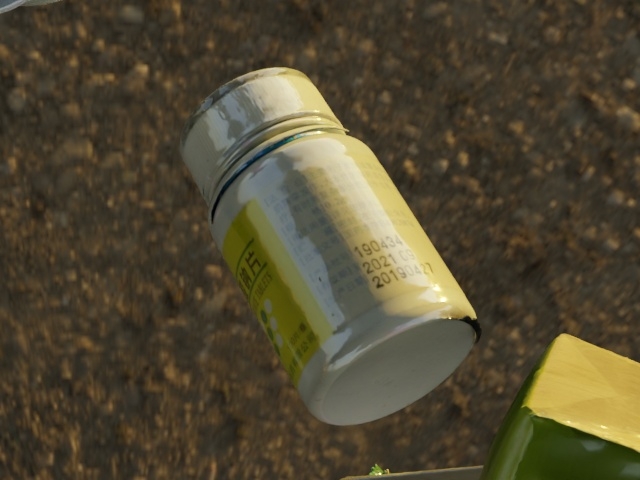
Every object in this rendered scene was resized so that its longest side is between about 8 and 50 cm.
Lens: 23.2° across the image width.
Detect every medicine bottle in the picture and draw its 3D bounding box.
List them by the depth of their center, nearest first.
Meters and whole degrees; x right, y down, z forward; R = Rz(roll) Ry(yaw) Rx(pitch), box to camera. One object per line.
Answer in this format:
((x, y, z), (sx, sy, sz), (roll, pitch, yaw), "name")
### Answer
((0.000, 0.000, 1.180), (0.143, 0.143, 0.258), (-21, 60, -15), "medicine bottle")

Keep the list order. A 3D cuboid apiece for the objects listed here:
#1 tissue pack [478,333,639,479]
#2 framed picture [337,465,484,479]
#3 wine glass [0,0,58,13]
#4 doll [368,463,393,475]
((0.129, 0.208, 0.734), (0.167, 0.200, 0.274), (21, 100, 11), "tissue pack")
((0.173, 0.322, 1.432), (0.324, 0.020, 0.240), (-8, 85, 27), "framed picture")
((-0.235, -0.246, 1.154), (0.165, 0.196, 0.164), (0, 105, 1), "wine glass")
((0.107, 0.331, 1.928), (0.113, 0.078, 0.076), (18, 108, 11), "doll")
